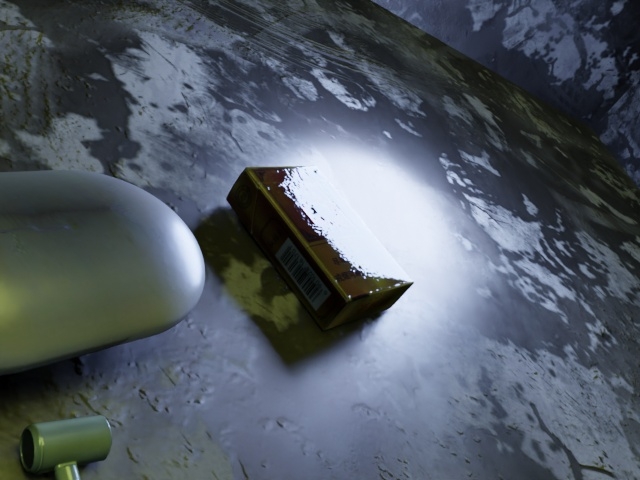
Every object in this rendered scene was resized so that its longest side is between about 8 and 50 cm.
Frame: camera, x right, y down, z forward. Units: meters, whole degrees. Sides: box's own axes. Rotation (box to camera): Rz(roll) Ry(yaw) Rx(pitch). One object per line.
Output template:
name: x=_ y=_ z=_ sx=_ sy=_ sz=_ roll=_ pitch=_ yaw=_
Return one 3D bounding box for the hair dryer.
hair dryer: x=-0.184 y=0.196 z=0.520 sx=0.063 sy=0.038 sz=0.124 roll=2 pitch=50 yaw=-43

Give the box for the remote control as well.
remote control: x=-0.255 y=0.016 z=0.620 sx=0.332 sy=0.103 sz=0.221 roll=-9 pitch=47 yaw=-50

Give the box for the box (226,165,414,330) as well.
box: x=0.000 y=0.000 z=0.930 sx=0.159 sy=0.071 sz=0.240 roll=-10 pitch=55 yaw=-48
